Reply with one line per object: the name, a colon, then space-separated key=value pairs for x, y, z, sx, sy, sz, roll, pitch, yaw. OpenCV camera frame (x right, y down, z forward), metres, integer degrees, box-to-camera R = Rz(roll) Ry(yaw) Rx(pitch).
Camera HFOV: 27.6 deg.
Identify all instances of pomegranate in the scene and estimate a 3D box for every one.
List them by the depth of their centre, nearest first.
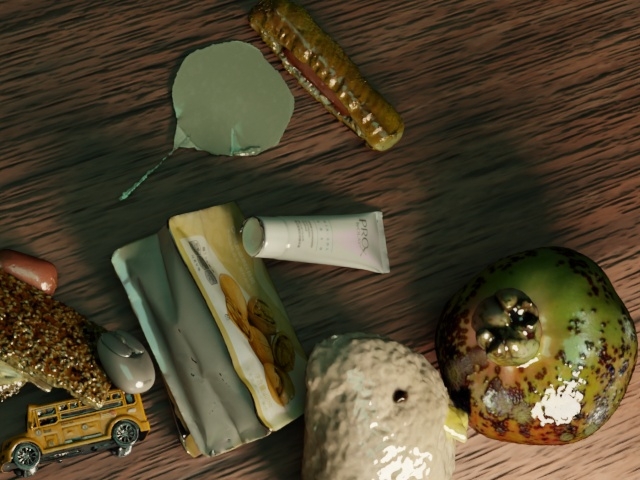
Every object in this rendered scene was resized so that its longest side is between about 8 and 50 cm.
pomegranate: x=0.276 y=0.140 z=1.741 sx=0.285 sy=0.340 sz=0.285 roll=-5 pitch=77 yaw=23

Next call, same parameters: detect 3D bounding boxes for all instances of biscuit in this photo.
biscuit: x=-0.366 y=0.119 z=1.684 sx=0.231 sy=0.025 sz=0.131 roll=31 pitch=38 yaw=-21

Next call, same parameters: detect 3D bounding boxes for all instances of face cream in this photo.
face cream: x=0.000 y=0.000 z=1.826 sx=0.243 sy=0.058 sz=0.092 roll=2 pitch=79 yaw=-39

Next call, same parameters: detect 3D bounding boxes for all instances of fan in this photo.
fan: x=-0.176 y=-0.157 z=1.861 sx=0.310 sy=0.010 sz=0.182 roll=-43 pitch=91 yaw=-19

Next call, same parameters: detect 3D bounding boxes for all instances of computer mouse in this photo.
computer mouse: x=-0.253 y=0.156 z=1.711 sx=0.066 sy=0.039 sz=0.096 roll=-11 pitch=66 yaw=-50

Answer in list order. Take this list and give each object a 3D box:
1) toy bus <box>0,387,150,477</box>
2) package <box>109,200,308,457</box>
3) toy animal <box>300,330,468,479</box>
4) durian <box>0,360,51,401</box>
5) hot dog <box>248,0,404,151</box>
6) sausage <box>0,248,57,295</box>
toy bus: x=-0.328 y=0.251 z=1.715 sx=0.194 sy=0.083 sz=0.088 roll=-11 pitch=74 yaw=-18
package: x=-0.151 y=0.124 z=1.765 sx=0.165 sy=0.221 sz=0.311 roll=-26 pitch=88 yaw=23
toy animal: x=0.083 y=0.290 z=1.737 sx=0.226 sy=0.188 sz=0.358 roll=-8 pitch=112 yaw=-35
durian: x=-0.438 y=0.161 z=1.698 sx=0.188 sy=0.091 sz=0.148 roll=21 pitch=55 yaw=1
hot dog: x=0.012 y=-0.247 z=1.896 sx=0.289 sy=0.068 sz=0.083 roll=45 pitch=66 yaw=-1
sausage: x=-0.399 y=0.047 z=1.746 sx=0.094 sy=0.059 sz=0.054 roll=18 pitch=77 yaw=-10
